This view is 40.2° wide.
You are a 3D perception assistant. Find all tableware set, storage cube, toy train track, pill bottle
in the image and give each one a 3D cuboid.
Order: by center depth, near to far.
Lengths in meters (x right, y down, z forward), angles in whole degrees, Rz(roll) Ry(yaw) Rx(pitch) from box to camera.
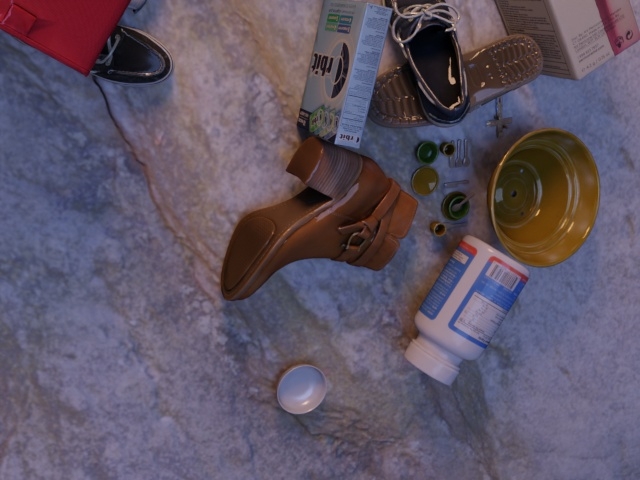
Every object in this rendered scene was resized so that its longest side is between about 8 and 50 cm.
[{"bbox_3d":[-0.305,-0.318,0.920,0.215,0.183,0.193,28,95,-40],"label":"storage cube"},{"bbox_3d":[0.193,-0.083,1.374,0.104,0.024,0.154,-8,109,-19],"label":"tableware set"},{"bbox_3d":[0.284,-0.203,1.378,0.048,0.014,0.083,-11,109,-18],"label":"toy train track"},{"bbox_3d":[0.226,0.113,1.392,0.124,0.124,0.221,30,94,-26],"label":"pill bottle"}]

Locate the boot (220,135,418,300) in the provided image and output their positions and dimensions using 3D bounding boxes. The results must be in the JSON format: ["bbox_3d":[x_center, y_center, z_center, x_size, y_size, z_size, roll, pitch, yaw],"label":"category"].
[{"bbox_3d":[0.000,0.000,1.293,0.220,0.109,0.283,27,99,-38],"label":"boot"}]

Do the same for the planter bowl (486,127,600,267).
[{"bbox_3d":[0.331,-0.070,1.388,0.217,0.090,0.217,-4,99,-27],"label":"planter bowl"}]

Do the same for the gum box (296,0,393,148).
[{"bbox_3d":[0.029,-0.230,1.189,0.041,0.157,0.184,9,102,-23],"label":"gum box"}]

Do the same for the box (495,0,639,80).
[{"bbox_3d":[0.343,-0.369,1.275,0.126,0.148,0.232,-33,115,-9],"label":"box"}]

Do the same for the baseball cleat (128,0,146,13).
[{"bbox_3d":[-0.295,-0.359,1.072,0.206,0.072,0.109,35,98,-23],"label":"baseball cleat"}]

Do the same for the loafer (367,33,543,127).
[{"bbox_3d":[0.194,-0.223,1.293,0.268,0.092,0.102,-15,83,-1],"label":"loafer"}]

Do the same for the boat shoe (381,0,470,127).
[{"bbox_3d":[0.146,-0.283,1.214,0.095,0.079,0.255,-12,83,-1],"label":"boat shoe"}]

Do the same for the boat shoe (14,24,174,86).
[{"bbox_3d":[-0.288,-0.244,1.109,0.219,0.070,0.078,13,101,-24],"label":"boat shoe"}]

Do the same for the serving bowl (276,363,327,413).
[{"bbox_3d":[-0.033,0.230,1.380,0.083,0.027,0.083,-6,109,-19],"label":"serving bowl"}]
